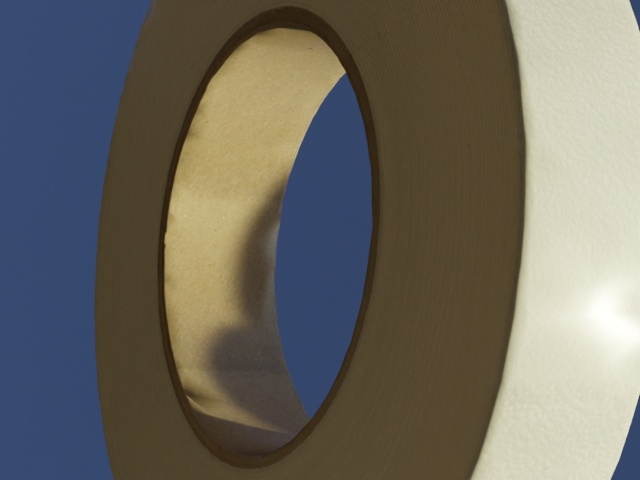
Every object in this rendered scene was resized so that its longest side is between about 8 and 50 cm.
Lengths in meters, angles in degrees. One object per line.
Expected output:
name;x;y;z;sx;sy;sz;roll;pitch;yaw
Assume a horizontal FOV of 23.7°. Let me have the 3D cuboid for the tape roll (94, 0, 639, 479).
tape roll;0.000;0.000;0.703;0.392;0.072;0.392;-15;-107;58
